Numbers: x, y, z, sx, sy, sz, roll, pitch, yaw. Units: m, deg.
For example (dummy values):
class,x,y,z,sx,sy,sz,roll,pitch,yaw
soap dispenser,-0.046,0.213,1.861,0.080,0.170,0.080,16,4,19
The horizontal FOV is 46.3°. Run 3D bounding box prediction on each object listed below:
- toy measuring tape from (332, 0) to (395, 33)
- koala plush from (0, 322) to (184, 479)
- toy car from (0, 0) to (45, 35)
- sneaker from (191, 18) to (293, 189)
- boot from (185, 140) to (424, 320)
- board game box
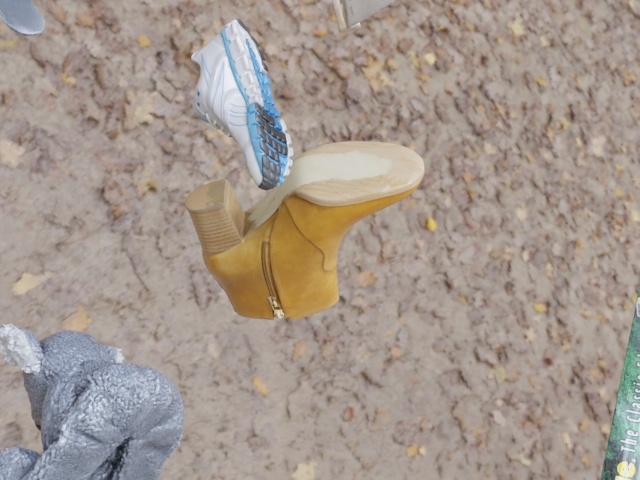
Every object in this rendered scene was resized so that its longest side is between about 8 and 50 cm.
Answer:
class,x,y,z,sx,sy,sz,roll,pitch,yaw
toy measuring tape,0.129,-0.243,0.625,0.121,0.330,0.121,1,87,-25
koala plush,-0.287,0.188,0.907,0.196,0.203,0.221,23,15,-48
toy car,-0.247,-0.232,0.522,0.155,0.149,0.188,13,53,-41
sneaker,-0.087,-0.129,0.767,0.071,0.083,0.190,33,37,-60
boot,-0.001,0.001,0.910,0.104,0.295,0.211,-84,158,-45
board game box,0.220,0.162,0.528,0.259,0.030,0.136,-64,149,-29
